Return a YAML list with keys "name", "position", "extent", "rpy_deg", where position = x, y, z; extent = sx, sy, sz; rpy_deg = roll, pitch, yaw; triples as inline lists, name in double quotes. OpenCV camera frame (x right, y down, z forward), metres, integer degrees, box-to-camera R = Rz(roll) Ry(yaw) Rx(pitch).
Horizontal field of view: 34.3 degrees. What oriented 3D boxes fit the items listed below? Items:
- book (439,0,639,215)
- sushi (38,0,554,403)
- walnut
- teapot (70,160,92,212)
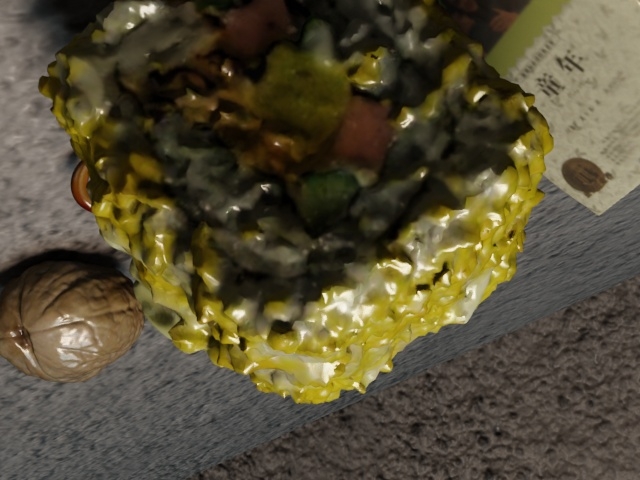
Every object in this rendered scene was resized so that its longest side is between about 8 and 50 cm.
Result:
- name: "book"
  position: [0.198, -0.182, 0.974]
  extent: [0.035, 0.352, 0.239]
  rpy_deg: [-54, -179, -35]
- name: "sushi"
  position: [-0.032, -0.065, 0.906]
  extent: [0.351, 0.396, 0.240]
  rpy_deg: [-38, 162, -9]
- name: "walnut"
  position: [-0.328, 0.105, 1.398]
  extent: [0.178, 0.178, 0.230]
  rpy_deg: [-28, 170, 20]
- name: "teapot"
  position: [-0.160, -0.065, 1.195]
  extent: [0.252, 0.135, 0.178]
  rpy_deg: [7, -179, -26]
